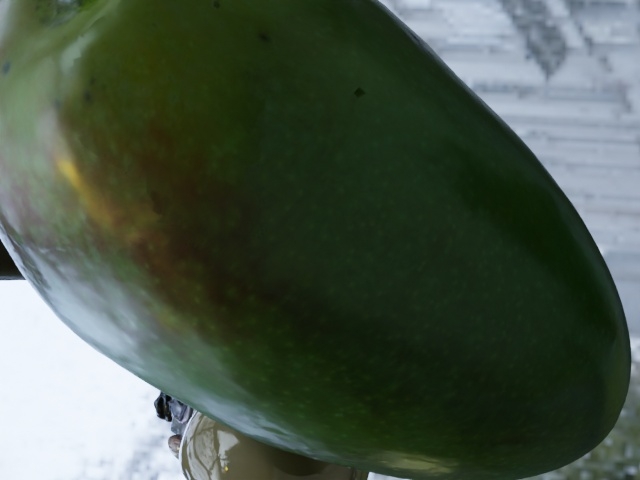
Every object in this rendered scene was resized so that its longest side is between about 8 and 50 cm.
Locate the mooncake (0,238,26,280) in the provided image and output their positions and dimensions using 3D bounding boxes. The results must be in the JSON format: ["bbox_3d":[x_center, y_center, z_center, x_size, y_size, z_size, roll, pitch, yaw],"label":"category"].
[{"bbox_3d":[-0.288,-0.137,1.547,0.201,0.378,0.378,7,-93,-25],"label":"mooncake"}]

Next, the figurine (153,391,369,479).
[{"bbox_3d":[-0.048,0.106,0.950,0.108,0.196,0.114,13,-78,-32],"label":"figurine"}]

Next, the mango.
[{"bbox_3d":[0.000,0.000,0.782,0.382,0.225,0.201,36,-129,-30],"label":"mango"}]
